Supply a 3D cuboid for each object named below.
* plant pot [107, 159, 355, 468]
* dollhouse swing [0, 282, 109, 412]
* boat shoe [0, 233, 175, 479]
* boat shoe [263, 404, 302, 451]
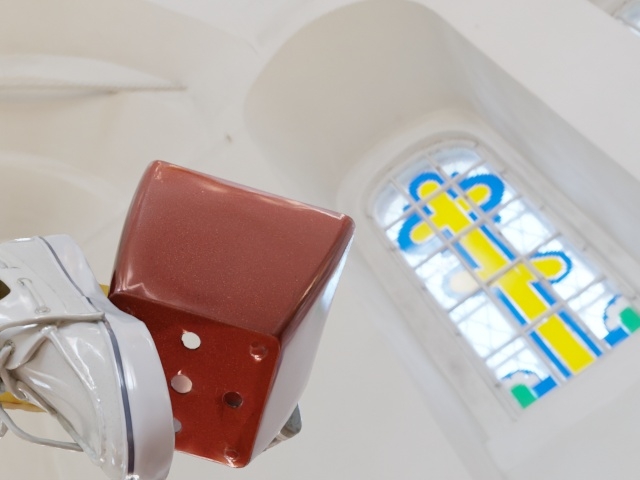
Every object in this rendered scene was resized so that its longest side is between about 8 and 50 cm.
[{"bbox_3d":[-0.130,0.098,0.911,0.267,0.236,0.267,17,-64,1],"label":"plant pot"},{"bbox_3d":[-0.521,0.202,1.368,0.346,0.315,0.305,17,-42,-35],"label":"dollhouse swing"},{"bbox_3d":[-0.259,0.095,0.698,0.156,0.367,0.136,-4,-60,-33],"label":"boat shoe"},{"bbox_3d":[-0.115,0.253,1.471,0.103,0.320,0.118,-36,-52,14],"label":"boat shoe"}]
